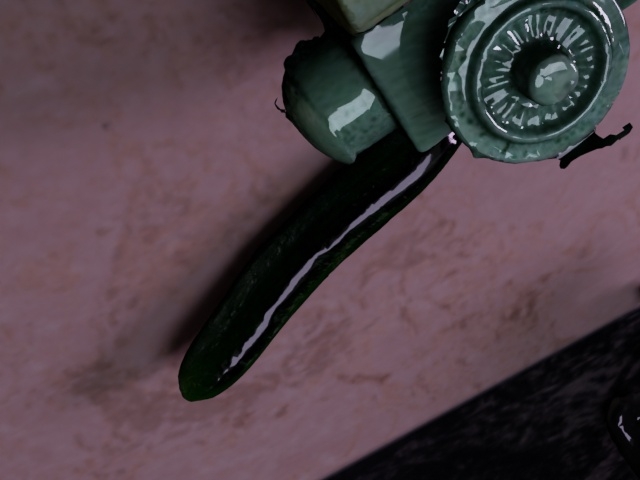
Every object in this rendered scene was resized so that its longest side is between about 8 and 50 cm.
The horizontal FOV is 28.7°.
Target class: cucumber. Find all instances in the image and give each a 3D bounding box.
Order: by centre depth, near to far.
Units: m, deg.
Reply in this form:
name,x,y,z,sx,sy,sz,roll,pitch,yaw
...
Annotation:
name,x,y,z,sx,sy,sz,roll,pitch,yaw
cucumber,0.000,0.000,0.542,0.036,0.033,0.184,40,98,-22

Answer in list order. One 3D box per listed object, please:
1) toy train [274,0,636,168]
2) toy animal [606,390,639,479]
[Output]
name,x,y,z,sx,sy,sz,roll,pitch,yaw
toy train,0.093,-0.159,0.427,0.307,0.126,0.189,-36,114,1
toy animal,0.231,0.091,0.678,0.094,0.121,0.225,-10,127,-22
